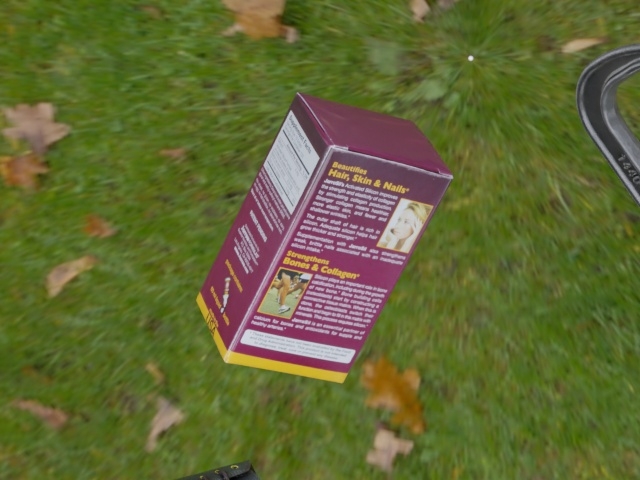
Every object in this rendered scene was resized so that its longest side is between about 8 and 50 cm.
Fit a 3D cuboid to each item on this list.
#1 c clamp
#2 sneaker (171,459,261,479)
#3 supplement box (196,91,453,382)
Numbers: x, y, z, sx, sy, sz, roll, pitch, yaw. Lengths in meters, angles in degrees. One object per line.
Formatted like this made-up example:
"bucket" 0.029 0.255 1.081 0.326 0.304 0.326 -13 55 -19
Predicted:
"c clamp" 0.209 -0.046 0.930 0.022 0.137 0.160 -37 86 -32
"sneaker" -0.102 0.198 1.268 0.118 0.222 0.083 -25 81 2
"supplement box" 0.000 0.000 1.256 0.104 0.081 0.188 12 118 -30
